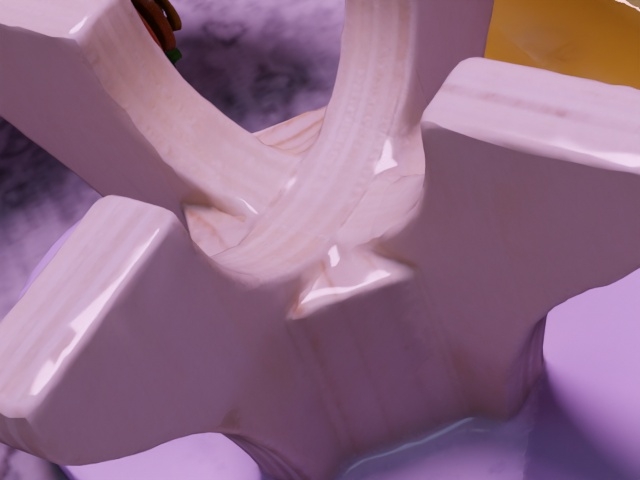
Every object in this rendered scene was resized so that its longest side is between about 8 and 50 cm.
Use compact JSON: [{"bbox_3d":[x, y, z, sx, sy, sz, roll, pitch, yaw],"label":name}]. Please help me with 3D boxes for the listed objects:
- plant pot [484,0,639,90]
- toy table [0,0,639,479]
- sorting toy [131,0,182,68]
[{"bbox_3d":[0.157,-0.181,0.644,0.239,0.254,0.254,-32,42,-32],"label":"plant pot"},{"bbox_3d":[0.000,0.000,0.578,0.274,0.161,0.252,4,50,25],"label":"toy table"},{"bbox_3d":[-0.082,-0.079,0.761,0.042,0.061,0.102,-39,30,-18],"label":"sorting toy"}]
